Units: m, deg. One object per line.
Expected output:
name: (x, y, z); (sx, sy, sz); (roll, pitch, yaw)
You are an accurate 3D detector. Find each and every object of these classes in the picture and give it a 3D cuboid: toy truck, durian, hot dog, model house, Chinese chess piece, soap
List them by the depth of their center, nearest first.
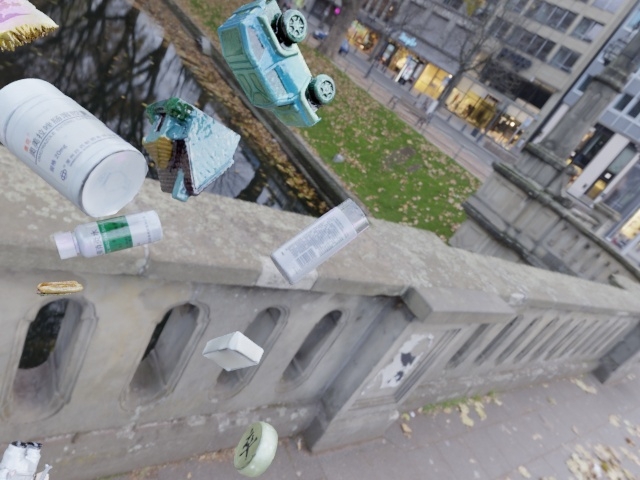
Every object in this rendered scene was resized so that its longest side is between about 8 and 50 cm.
durian: (-0.455, -0.312, 0.553); (0.165, 0.132, 0.182); (37, -5, 31)
toy truck: (-0.096, -0.382, 1.002); (0.154, 0.156, 0.279); (20, -31, 48)
hot dog: (-0.765, 0.144, 1.314); (0.056, 0.041, 0.133); (19, 10, 35)
model house: (-0.424, -0.246, 1.330); (0.229, 0.249, 0.280); (29, -12, -38)
soap: (-0.291, 0.368, 1.477); (0.121, 0.183, 0.064); (42, 46, -26)
Chinese chess piece: (-0.236, 0.755, 1.627); (0.083, 0.188, 0.188); (37, 21, -19)

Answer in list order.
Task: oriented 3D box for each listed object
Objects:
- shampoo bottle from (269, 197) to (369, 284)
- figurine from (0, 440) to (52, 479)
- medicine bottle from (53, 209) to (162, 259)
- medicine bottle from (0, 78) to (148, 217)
shampoo bottle: (0.000, 0.000, 1.005); (0.086, 0.227, 0.056); (53, -15, 0)
figurine: (-0.545, 0.455, 0.746); (0.111, 0.229, 0.137); (8, -22, 19)
medicine bottle: (-0.572, -0.014, 1.221); (0.259, 0.095, 0.095); (-16, 48, -27)
medicine bottle: (-0.598, -0.222, 1.064); (0.332, 0.190, 0.190); (36, 24, 12)
